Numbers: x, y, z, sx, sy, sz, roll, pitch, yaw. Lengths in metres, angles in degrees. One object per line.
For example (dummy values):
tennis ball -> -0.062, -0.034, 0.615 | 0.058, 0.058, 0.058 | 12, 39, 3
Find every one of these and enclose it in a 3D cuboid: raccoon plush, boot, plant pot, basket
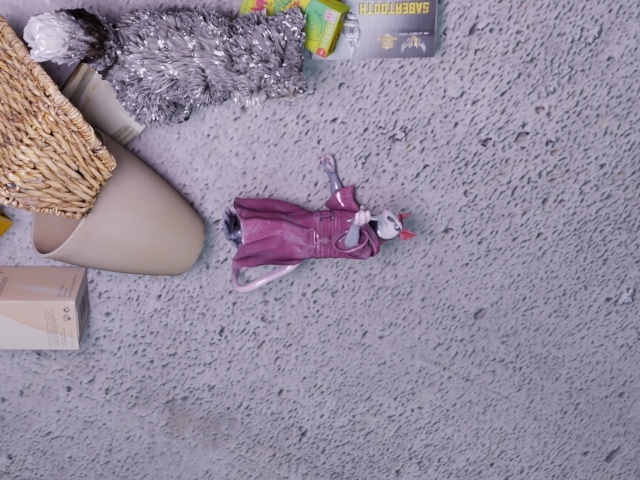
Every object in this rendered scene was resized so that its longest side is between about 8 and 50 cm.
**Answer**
raccoon plush -> -0.218, -0.292, 1.678 | 0.299, 0.446, 0.216 | -1, 102, 30
boot -> -0.371, -0.281, 1.876 | 0.165, 0.077, 0.213 | 36, 119, -19
plant pot -> -0.363, -0.041, 1.938 | 0.274, 0.256, 0.256 | 26, 116, -35
basket -> -0.460, -0.206, 1.726 | 0.213, 0.299, 0.223 | 12, 116, -46

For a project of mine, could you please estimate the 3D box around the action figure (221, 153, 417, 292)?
action figure -> 0.000, 0.000, 1.955 | 0.370, 0.248, 0.276 | 2, 120, 0

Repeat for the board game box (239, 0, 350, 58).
board game box -> -0.047, -0.405, 1.791 | 0.181, 0.043, 0.092 | 30, 127, 10

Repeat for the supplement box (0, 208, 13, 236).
supplement box -> -0.782, 0.024, 1.875 | 0.194, 0.195, 0.356 | 44, 92, 5

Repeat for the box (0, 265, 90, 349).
box -> -0.636, 0.135, 2.061 | 0.311, 0.148, 0.121 | 0, 118, -4

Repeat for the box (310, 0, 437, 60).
box -> 0.093, -0.421, 1.830 | 0.230, 0.056, 0.183 | -1, 119, -2
